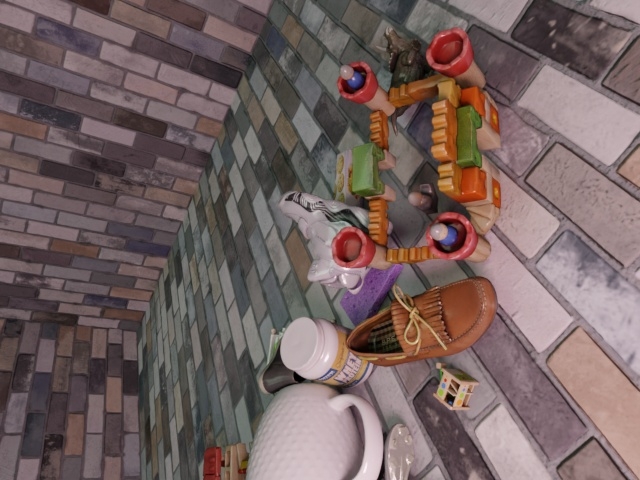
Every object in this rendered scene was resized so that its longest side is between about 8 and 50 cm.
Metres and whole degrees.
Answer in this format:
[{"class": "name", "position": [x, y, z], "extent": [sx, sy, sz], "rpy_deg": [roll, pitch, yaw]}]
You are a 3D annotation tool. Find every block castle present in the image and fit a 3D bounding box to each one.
[{"class": "block castle", "position": [0.178, -0.167, 0.969], "extent": [0.303, 0.213, 0.452], "rpy_deg": [-6, 75, 36]}]

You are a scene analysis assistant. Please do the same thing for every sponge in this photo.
[{"class": "sponge", "position": [0.126, 0.114, 1.224], "extent": [0.210, 0.031, 0.117], "rpy_deg": [-63, 34, 20]}]

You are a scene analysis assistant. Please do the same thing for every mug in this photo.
[{"class": "mug", "position": [0.000, 0.484, 1.063], "extent": [0.374, 0.276, 0.328], "rpy_deg": [-43, 32, 35]}]

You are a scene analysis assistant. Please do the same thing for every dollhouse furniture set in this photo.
[{"class": "dollhouse furniture set", "position": [-0.177, 0.651, 1.344], "extent": [0.374, 0.201, 0.152], "rpy_deg": [-37, 49, 50]}]

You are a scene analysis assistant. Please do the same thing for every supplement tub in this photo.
[{"class": "supplement tub", "position": [0.017, 0.268, 1.154], "extent": [0.144, 0.200, 0.144], "rpy_deg": [-24, 53, 37]}]

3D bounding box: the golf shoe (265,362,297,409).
[{"class": "golf shoe", "position": [-0.095, 0.444, 1.425], "extent": [0.120, 0.105, 0.272], "rpy_deg": [-10, 71, 36]}]

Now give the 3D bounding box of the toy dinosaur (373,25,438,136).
[{"class": "toy dinosaur", "position": [0.221, -0.397, 1.215], "extent": [0.160, 0.121, 0.313], "rpy_deg": [161, 113, -69]}]

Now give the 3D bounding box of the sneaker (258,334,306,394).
[{"class": "sneaker", "position": [-0.063, 0.310, 1.261], "extent": [0.118, 0.083, 0.222], "rpy_deg": [-22, 20, 30]}]

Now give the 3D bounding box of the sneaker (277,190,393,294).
[{"class": "sneaker", "position": [0.000, 0.000, 1.245], "extent": [0.366, 0.137, 0.210], "rpy_deg": [18, 87, 40]}]

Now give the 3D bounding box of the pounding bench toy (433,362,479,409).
[{"class": "pounding bench toy", "position": [0.250, 0.283, 0.931], "extent": [0.083, 0.052, 0.065], "rpy_deg": [31, 106, 58]}]

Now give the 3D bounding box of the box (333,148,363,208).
[{"class": "box", "position": [0.076, -0.096, 1.355], "extent": [0.067, 0.063, 0.323], "rpy_deg": [-14, 67, 57]}]

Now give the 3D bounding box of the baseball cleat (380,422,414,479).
[{"class": "baseball cleat", "position": [0.147, 0.492, 1.006], "extent": [0.109, 0.072, 0.205], "rpy_deg": [-35, 46, 57]}]

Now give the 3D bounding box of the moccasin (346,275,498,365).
[{"class": "moccasin", "position": [0.191, 0.167, 0.981], "extent": [0.380, 0.147, 0.139], "rpy_deg": [-31, 53, 51]}]

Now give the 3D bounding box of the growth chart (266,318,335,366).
[{"class": "growth chart", "position": [-0.059, 0.321, 1.375], "extent": [0.237, 0.021, 0.171], "rpy_deg": [-11, 68, 28]}]
